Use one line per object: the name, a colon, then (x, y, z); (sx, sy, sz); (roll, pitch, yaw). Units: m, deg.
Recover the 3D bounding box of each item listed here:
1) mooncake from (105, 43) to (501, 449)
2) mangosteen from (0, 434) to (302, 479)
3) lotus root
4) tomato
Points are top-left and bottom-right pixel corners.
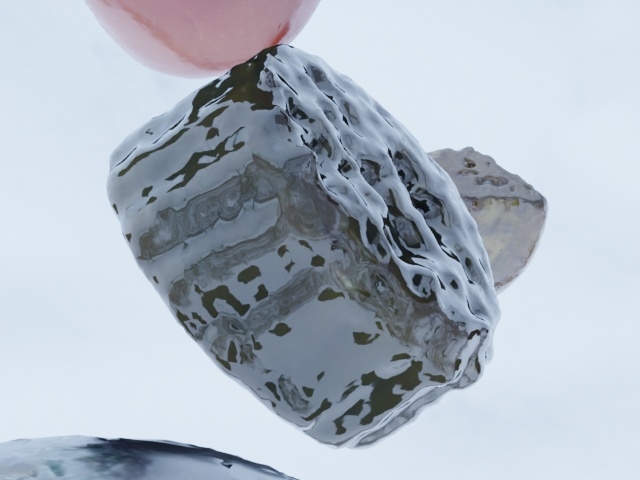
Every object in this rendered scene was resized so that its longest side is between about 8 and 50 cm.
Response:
mooncake: (0.000, 0.000, 1.009); (0.124, 0.228, 0.228); (-39, 131, 17)
mangosteen: (-0.054, 0.194, 0.487); (0.288, 0.288, 0.288); (-12, 129, -16)
lotus root: (0.113, -0.012, 1.598); (0.159, 0.095, 0.135); (36, 137, -1)
tomato: (-0.076, -0.250, 1.406); (0.260, 0.180, 0.260); (-45, 146, -41)
